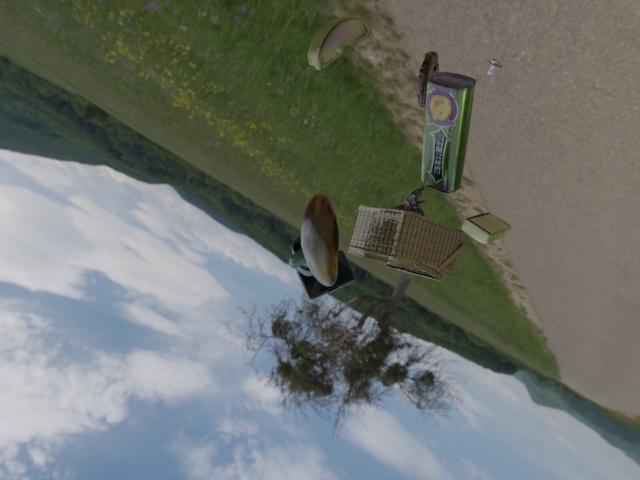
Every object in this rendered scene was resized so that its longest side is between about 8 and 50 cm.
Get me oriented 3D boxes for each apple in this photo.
[{"bbox_3d":[0.044,-0.759,1.584,0.193,0.265,0.120,42,167,53],"label":"apple"}]

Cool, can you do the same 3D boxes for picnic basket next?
[{"bbox_3d":[0.275,0.014,1.326,0.313,0.175,0.228,14,180,-38],"label":"picnic basket"}]

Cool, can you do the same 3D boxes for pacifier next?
[{"bbox_3d":[0.897,-0.898,2.181,0.082,0.078,0.099,6,-144,-17],"label":"pacifier"}]

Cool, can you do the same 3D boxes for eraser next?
[{"bbox_3d":[0.637,-0.049,1.614,0.172,0.058,0.117,-14,-137,-38],"label":"eraser"}]

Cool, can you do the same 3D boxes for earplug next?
[{"bbox_3d":[-0.032,0.062,1.619,0.164,0.257,0.280,4,137,-2],"label":"earplug"}]

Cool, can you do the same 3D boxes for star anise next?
[{"bbox_3d":[0.365,-0.114,1.722,0.157,0.212,0.053,46,-170,-37],"label":"star anise"}]

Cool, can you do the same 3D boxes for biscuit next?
[{"bbox_3d":[0.371,-0.555,1.458,0.049,0.192,0.192,14,173,25],"label":"biscuit"}]

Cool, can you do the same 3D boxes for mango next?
[{"bbox_3d":[0.000,0.000,1.207,0.111,0.267,0.133,-6,-177,-11],"label":"mango"}]

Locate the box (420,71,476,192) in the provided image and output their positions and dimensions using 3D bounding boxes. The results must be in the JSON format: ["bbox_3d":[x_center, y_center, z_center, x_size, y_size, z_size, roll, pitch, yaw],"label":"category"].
[{"bbox_3d":[0.377,-0.313,1.261,0.134,0.097,0.345,33,146,37],"label":"box"}]

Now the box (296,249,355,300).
[{"bbox_3d":[0.024,0.150,1.844,0.050,0.230,0.160,112,134,-75],"label":"box"}]
